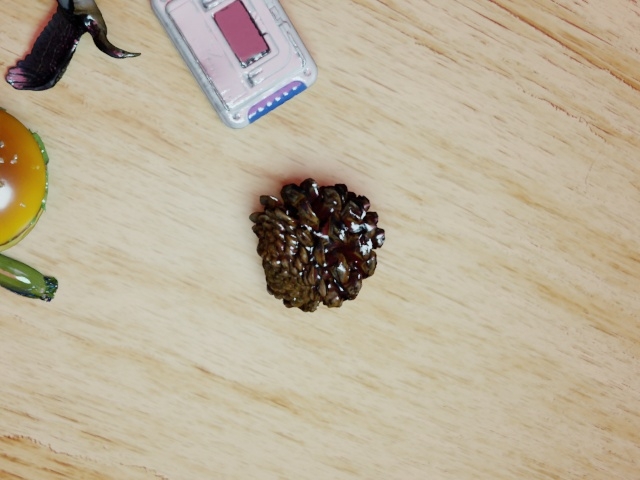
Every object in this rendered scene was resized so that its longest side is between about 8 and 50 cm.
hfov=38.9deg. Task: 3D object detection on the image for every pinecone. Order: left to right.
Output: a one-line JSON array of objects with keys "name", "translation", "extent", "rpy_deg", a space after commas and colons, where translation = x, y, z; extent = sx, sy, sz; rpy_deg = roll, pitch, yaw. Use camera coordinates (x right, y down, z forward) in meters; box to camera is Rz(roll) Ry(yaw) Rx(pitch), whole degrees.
[{"name": "pinecone", "translation": [0.000, 0.000, 1.422], "extent": [0.222, 0.221, 0.221], "rpy_deg": [-2, 99, -10]}]

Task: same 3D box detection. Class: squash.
[{"name": "squash", "translation": [-0.499, 0.046, 1.414], "extent": [0.183, 0.052, 0.052], "rpy_deg": [28, 93, -15]}]

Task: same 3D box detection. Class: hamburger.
[{"name": "hamburger", "translation": [-0.515, -0.089, 1.310], "extent": [0.246, 0.170, 0.246], "rpy_deg": [2, 84, -15]}]

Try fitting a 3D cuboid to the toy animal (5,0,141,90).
[{"name": "toy animal", "translation": [-0.348, -0.342, 1.330], "extent": [0.197, 0.272, 0.160], "rpy_deg": [15, 60, -7]}]

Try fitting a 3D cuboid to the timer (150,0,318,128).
[{"name": "timer", "translation": [-0.132, -0.316, 1.407], "extent": [0.178, 0.078, 0.253], "rpy_deg": [-33, 102, -4]}]
